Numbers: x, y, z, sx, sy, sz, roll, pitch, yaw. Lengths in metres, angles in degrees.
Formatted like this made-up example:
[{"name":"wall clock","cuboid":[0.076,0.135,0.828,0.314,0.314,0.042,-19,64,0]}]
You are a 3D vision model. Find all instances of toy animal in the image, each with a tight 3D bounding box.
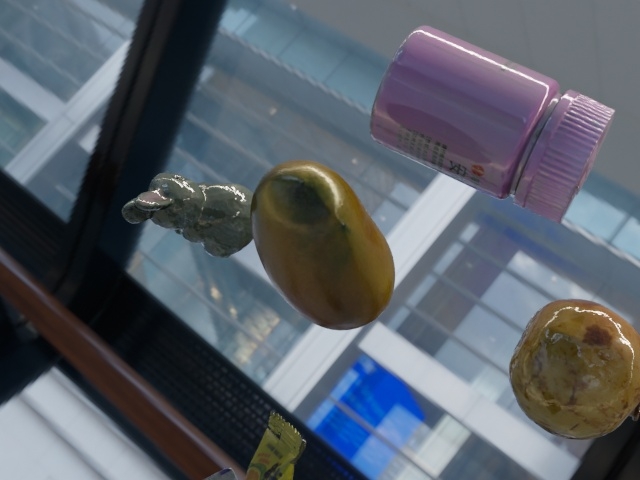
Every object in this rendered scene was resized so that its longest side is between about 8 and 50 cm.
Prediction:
[{"name":"toy animal","cuboid":[-0.189,-0.055,1.483,0.236,0.138,0.108,32,39,-51]}]

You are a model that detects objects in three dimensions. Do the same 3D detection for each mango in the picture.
[{"name":"mango","cuboid":[-0.004,0.001,1.213,0.176,0.139,0.254,16,-36,40]}]

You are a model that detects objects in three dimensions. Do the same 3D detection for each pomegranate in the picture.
[{"name":"pomegranate","cuboid":[0.389,0.189,1.489,0.215,0.215,0.215,39,-12,9]}]

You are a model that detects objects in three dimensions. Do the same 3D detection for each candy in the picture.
[{"name":"candy","cuboid":[-0.108,0.493,1.936,0.081,0.297,0.187,22,1,-26]}]

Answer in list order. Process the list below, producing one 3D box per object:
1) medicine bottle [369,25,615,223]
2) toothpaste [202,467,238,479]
[{"name":"medicine bottle","cuboid":[0.229,-0.157,1.365,0.291,0.178,0.178,26,-15,13]},{"name":"toothpaste","cuboid":[-0.135,0.487,1.599,0.080,0.125,0.371,59,-7,45]}]
